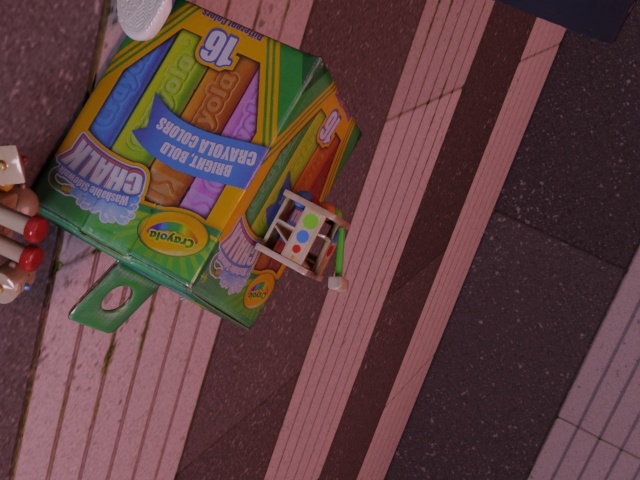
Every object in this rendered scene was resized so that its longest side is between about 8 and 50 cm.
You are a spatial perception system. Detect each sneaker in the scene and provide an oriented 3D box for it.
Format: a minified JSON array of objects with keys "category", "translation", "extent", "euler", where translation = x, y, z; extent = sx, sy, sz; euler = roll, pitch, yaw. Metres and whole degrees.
[{"category":"sneaker","translation":[-0.114,-0.237,0.843],"extent":[0.085,0.058,0.152],"euler":[-5,113,-60]}]

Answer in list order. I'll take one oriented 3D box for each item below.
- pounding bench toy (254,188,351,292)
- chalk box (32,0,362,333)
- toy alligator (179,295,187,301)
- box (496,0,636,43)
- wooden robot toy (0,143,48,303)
[{"category":"pounding bench toy","translation":[0.000,0.000,0.872],"extent":[0.065,0.083,0.052],"euler":[-62,161,0]},{"category":"chalk box","translation":[-0.119,-0.040,0.908],"extent":[0.288,0.179,0.180],"euler":[-62,162,-6]},{"category":"toy alligator","translation":[-0.116,-0.007,1.186],"extent":[0.189,0.056,0.051],"euler":[-48,115,-36]},{"category":"box","translation":[0.345,-0.581,1.150],"extent":[0.479,0.298,0.471],"euler":[-61,171,-25]},{"category":"wooden robot toy","translation":[-0.241,-0.010,0.796],"extent":[0.079,0.076,0.173],"euler":[-53,163,-62]}]
